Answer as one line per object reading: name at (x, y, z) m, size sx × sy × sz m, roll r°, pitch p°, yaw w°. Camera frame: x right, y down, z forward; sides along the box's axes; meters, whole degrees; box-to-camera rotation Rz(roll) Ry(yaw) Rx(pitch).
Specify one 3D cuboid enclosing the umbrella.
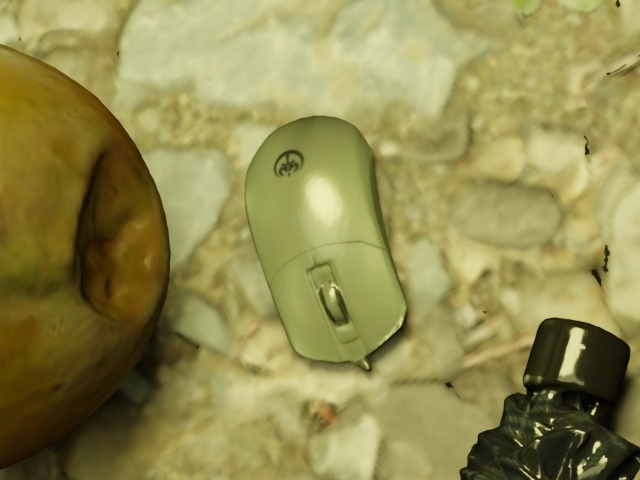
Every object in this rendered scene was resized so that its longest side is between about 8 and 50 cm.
umbrella at (0.059, 0.135, 0.732) m, size 0.071 × 0.080 × 0.224 m, roll 8°, pitch 77°, yaw 57°

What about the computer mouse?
computer mouse at (0.000, 0.000, 0.796) m, size 0.056 × 0.032 × 0.110 m, roll -21°, pitch 73°, yaw 17°

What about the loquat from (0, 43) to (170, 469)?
loquat at (-0.174, 0.007, 0.788) m, size 0.227 × 0.179 × 0.179 m, roll -2°, pitch 79°, yaw 23°
